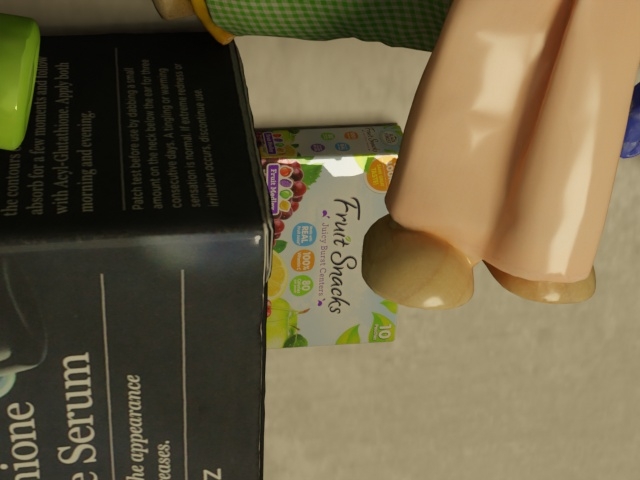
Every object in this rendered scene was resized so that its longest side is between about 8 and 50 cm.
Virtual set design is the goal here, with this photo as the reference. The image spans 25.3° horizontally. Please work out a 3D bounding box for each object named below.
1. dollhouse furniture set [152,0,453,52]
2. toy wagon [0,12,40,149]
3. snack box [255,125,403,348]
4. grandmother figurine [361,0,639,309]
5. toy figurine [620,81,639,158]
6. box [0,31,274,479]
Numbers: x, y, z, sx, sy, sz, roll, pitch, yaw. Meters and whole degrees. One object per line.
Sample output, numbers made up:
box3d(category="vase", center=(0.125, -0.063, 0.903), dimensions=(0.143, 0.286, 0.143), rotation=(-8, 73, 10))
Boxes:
box3d(category="dollhouse furniture set", center=(-0.051, -0.184, 0.628), dimensions=(0.198, 0.151, 0.301), rotation=(13, 135, 32))
box3d(category="toy wagon", center=(-0.265, 0.012, 0.573), dimensions=(0.267, 0.068, 0.344), rotation=(9, 93, -8))
box3d(category="snack box", center=(0.000, 0.000, 0.881), dimensions=(0.100, 0.037, 0.141), rotation=(-4, 124, -9))
box3d(category="grandmother figurine", center=(0.117, -0.134, 0.612), dimensions=(0.208, 0.104, 0.342), rotation=(-7, 124, -31))
box3d(category="toy figurine", center=(0.304, -0.088, 0.847), dimensions=(0.363, 0.191, 0.217), rotation=(8, 150, -13))
box3d(category="box", center=(-0.232, 0.064, 0.778), dimensions=(0.395, 0.212, 0.293), rotation=(-3, 125, -7))
